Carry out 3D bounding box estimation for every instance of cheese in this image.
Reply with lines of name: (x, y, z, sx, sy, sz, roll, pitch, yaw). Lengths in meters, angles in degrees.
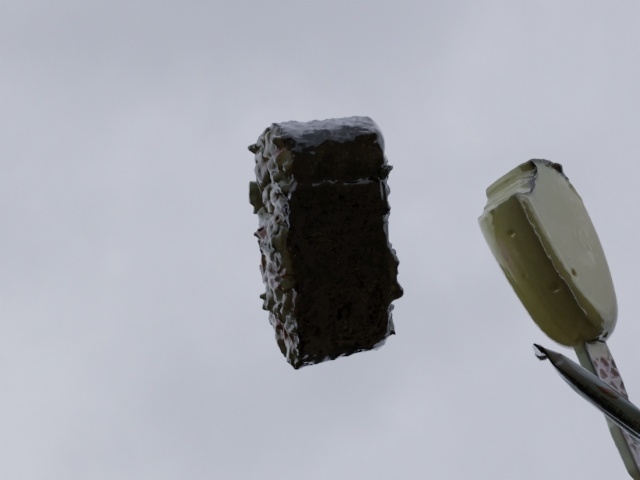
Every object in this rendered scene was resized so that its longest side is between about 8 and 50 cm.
cheese: (0.190, 0.057, 1.107, 0.050, 0.255, 0.127, -32, -23, 28)

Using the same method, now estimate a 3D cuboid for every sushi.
sushi: (0.000, 0.000, 0.890, 0.078, 0.090, 0.150, -9, -66, -13)

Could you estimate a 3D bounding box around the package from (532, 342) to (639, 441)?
package: (0.172, 0.096, 0.891, 0.015, 0.110, 0.037, -52, -18, 0)
